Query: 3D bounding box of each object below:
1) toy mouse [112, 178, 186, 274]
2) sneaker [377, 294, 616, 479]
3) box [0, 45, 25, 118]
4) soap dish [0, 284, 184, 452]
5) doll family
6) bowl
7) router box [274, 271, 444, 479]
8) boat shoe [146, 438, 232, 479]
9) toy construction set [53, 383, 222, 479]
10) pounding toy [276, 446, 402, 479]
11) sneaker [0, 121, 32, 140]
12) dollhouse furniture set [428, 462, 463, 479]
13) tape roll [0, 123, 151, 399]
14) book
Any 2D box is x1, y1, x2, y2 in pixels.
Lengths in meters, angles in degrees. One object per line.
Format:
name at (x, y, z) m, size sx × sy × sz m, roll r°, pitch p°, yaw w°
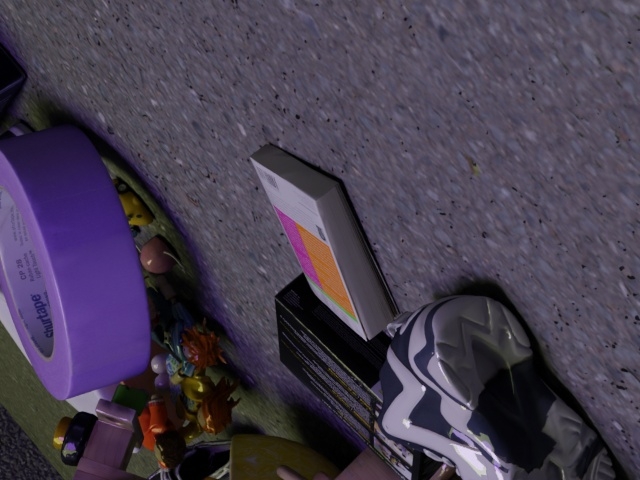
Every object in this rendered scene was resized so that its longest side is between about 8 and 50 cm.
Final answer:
toy mouse at (-0.197, -0.004, 1.716) m, size 0.161 × 0.031 × 0.143 m, roll 44°, pitch 160°, yaw 17°
sneaker at (0.117, 0.143, 1.186) m, size 0.235 × 0.094 × 0.153 m, roll 55°, pitch 162°, yaw -14°
box at (-0.540, -0.154, 1.792) m, size 0.293 × 0.212 × 0.395 m, roll 50°, pitch 145°, yaw 0°
soap dish at (-0.287, 0.115, 2.013) m, size 0.291 × 0.118 × 0.229 m, roll 26°, pitch 150°, yaw 50°
doll family at (-0.157, 0.127, 1.795) m, size 0.163 × 0.118 × 0.262 m, roll 31°, pitch 136°, yaw 58°
bowl at (0.001, 0.332, 1.652) m, size 0.289 × 0.156 × 0.289 m, roll 174°, pitch 90°, yaw -90°
router box at (0.036, 0.120, 1.397) m, size 0.179 × 0.046 × 0.133 m, roll 43°, pitch 160°, yaw 20°
boat shoe at (-0.151, 0.275, 1.960) m, size 0.070 × 0.077 × 0.219 m, roll 30°, pitch 143°, yaw -35°
toy construction set at (-0.162, 0.288, 1.688) m, size 0.258 × 0.237 × 0.309 m, roll 0°, pitch 153°, yaw 27°
pounding toy at (0.051, 0.234, 1.460) m, size 0.181 × 0.094 × 0.206 m, roll 43°, pitch 175°, yaw 30°
sneaker at (-0.354, -0.030, 1.885) m, size 0.079 × 0.121 × 0.217 m, roll 38°, pitch 157°, yaw 36°
dollhouse furniture set at (0.134, 0.270, 1.209) m, size 0.212 × 0.242 × 0.161 m, roll 43°, pitch 134°, yaw 11°
tape roll at (-0.266, 0.022, 1.692) m, size 0.275 × 0.090 × 0.274 m, roll 49°, pitch 147°, yaw 47°
book at (0.000, 0.000, 1.278) m, size 0.096 × 0.035 × 0.144 m, roll 34°, pitch 155°, yaw 48°
